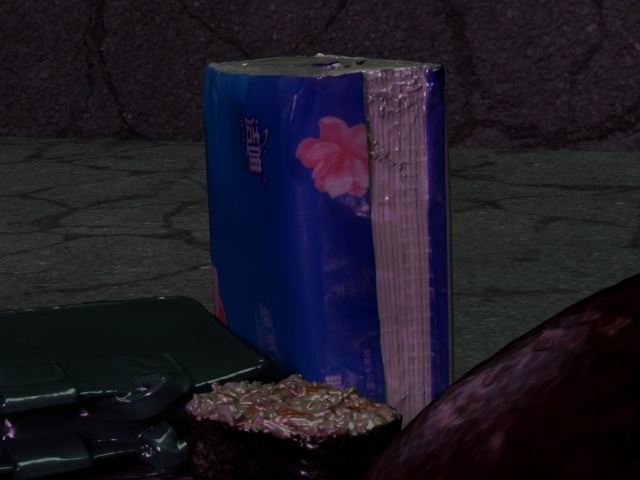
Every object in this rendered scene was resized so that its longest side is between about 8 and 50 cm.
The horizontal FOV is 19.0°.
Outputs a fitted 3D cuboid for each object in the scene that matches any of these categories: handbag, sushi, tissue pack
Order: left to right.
[{"bbox_3d":[-0.213,0.111,1.345,0.326,0.089,0.238,-4,10,-17],"label":"handbag"},{"bbox_3d":[-0.019,0.131,1.211,0.150,0.078,0.090,6,13,36],"label":"sushi"},{"bbox_3d":[0.000,0.000,1.394,0.137,0.269,0.209,-7,12,-28],"label":"tissue pack"}]

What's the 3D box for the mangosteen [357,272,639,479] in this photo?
[{"bbox_3d":[0.126,0.168,0.458,0.307,0.307,0.347,0,38,10],"label":"mangosteen"}]
